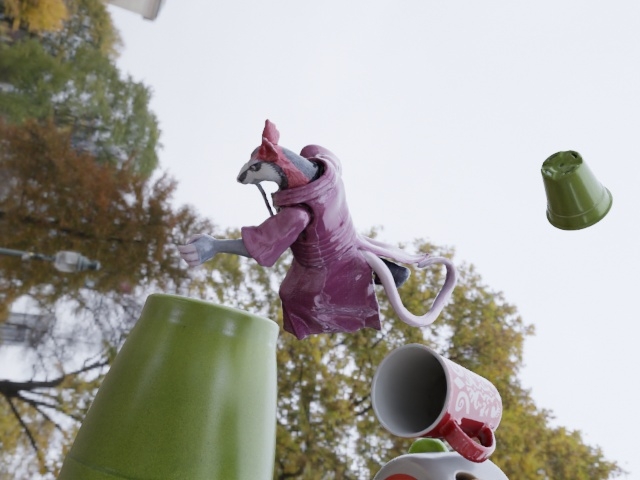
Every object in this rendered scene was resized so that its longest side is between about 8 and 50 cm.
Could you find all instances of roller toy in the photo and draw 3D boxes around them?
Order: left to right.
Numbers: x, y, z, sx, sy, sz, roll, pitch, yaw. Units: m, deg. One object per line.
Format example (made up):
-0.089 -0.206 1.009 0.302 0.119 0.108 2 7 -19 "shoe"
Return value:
0.155 0.376 0.869 0.209 0.146 0.191 14 -87 55 "roller toy"

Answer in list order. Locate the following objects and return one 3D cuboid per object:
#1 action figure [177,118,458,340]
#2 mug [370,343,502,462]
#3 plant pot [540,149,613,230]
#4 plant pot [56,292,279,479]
0.000 0.000 0.910 0.275 0.370 0.248 13 -123 30 "action figure"
0.161 0.223 0.859 0.113 0.169 0.150 -29 -125 28 "mug"
0.311 -0.069 0.833 0.083 0.079 0.083 -24 -143 20 "plant pot"
-0.221 0.284 1.130 0.366 0.366 0.353 -8 -115 59 "plant pot"
